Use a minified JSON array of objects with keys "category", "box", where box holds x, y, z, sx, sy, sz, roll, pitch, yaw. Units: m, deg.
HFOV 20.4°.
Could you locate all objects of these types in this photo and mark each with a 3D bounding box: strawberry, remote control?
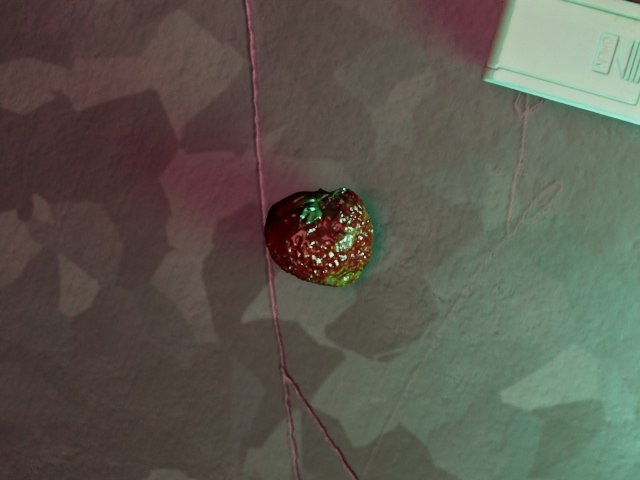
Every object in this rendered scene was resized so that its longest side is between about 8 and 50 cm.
[{"category":"strawberry","box":[0.000,0.000,1.629,0.106,0.106,0.106,0,92,17]},{"category":"remote control","box":[0.288,-0.152,1.557,0.277,0.055,0.103,18,97,13]}]
